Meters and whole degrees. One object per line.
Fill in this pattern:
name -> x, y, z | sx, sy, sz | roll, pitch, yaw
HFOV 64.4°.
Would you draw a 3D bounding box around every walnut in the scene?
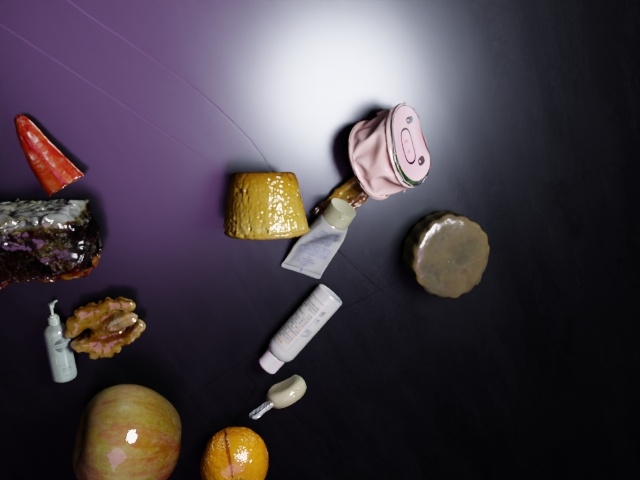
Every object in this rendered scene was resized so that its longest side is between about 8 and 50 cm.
walnut -> -0.507, 0.202, 1.203 | 0.170, 0.069, 0.142 | -20, 111, -10

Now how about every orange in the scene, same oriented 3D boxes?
orange -> -0.230, 0.603, 1.369 | 0.194, 0.161, 0.193 | -6, 108, -18

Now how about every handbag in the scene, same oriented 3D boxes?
handbag -> 0.166, -0.204, 1.189 | 0.179, 0.117, 0.204 | -37, 112, -45

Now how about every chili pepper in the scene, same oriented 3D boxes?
chili pepper -> -0.577, -0.184, 1.056 | 0.088, 0.065, 0.168 | -31, 110, -5

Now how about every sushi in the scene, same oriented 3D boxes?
sushi -> -0.636, 0.012, 1.034 | 0.344, 0.196, 0.181 | -6, 103, -14

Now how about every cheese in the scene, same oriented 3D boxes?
cheese -> -0.119, 0.426, 1.378 | 0.171, 0.092, 0.047 | -26, 99, -13

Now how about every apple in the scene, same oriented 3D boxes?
apple -> -0.454, 0.476, 1.213 | 0.234, 0.257, 0.256 | 18, 103, -25

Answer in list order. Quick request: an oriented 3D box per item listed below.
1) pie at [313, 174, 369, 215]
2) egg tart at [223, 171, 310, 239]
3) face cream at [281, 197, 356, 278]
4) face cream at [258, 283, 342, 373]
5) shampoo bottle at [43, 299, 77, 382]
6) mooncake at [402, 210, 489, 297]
pie -> 0.073, -0.113, 1.275 | 0.191, 0.033, 0.088 | -40, 126, 9
egg tart -> -0.121, -0.083, 1.155 | 0.203, 0.202, 0.147 | -1, 97, -15
face cream -> 0.000, 0.000, 1.272 | 0.114, 0.070, 0.224 | 21, 122, -22
face cream -> -0.059, 0.237, 1.334 | 0.082, 0.082, 0.269 | 39, 96, -23
shampoo bottle -> -0.616, 0.236, 1.191 | 0.056, 0.056, 0.194 | -6, 110, -14
mooncake -> 0.328, 0.032, 1.350 | 0.229, 0.124, 0.228 | -3, 104, -13
